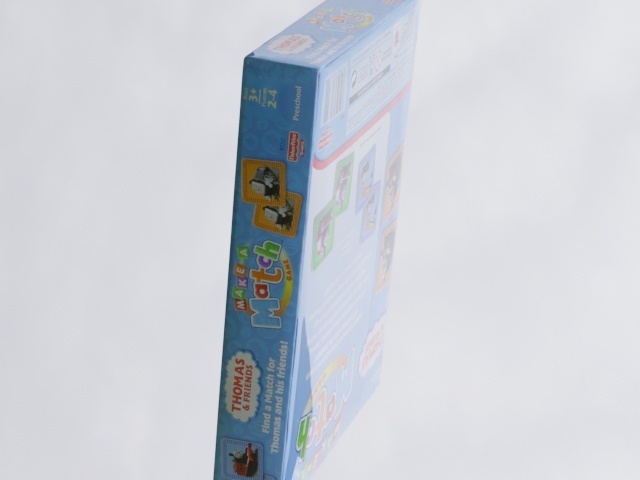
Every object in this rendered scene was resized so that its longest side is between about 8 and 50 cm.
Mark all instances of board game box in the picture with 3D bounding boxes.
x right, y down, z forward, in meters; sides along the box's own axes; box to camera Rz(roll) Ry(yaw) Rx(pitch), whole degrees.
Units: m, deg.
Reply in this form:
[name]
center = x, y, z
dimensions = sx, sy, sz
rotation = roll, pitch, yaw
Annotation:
[board game box]
center = 0.000, 0.000, 0.906
dimensions = 0.160, 0.039, 0.211
rotation = -46, 144, -64
